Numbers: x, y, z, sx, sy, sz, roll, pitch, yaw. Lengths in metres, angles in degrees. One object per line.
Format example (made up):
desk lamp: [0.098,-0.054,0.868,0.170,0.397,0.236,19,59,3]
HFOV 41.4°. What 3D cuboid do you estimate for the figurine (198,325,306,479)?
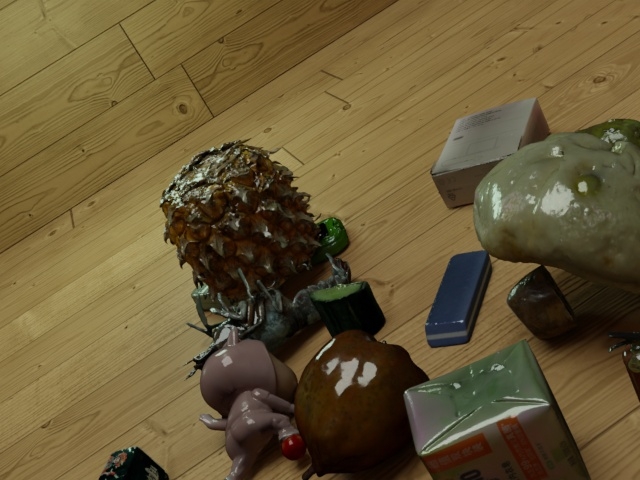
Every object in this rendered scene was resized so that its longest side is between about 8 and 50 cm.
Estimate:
figurine: [-0.114,0.301,1.511,0.186,0.176,0.287,5,36,-22]

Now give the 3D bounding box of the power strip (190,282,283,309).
power strip: [-0.218,0.120,2.019,0.288,0.053,0.093,-5,35,42]

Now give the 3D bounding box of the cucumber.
cucumber: [0.051,0.139,1.624,0.116,0.115,0.062,-20,24,17]

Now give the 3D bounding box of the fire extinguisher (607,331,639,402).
fire extinguisher: [0.418,0.177,1.085,0.062,0.177,0.050,-18,29,23]

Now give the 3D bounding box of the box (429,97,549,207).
box: [0.380,-0.198,1.883,0.203,0.106,0.251,-14,31,34]

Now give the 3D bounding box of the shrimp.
shrimp: [-0.105,0.149,1.719,0.411,0.221,0.166,-19,47,-17]

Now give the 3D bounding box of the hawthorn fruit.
hawthorn fruit: [0.051,0.271,1.322,0.208,0.208,0.248,9,63,54]

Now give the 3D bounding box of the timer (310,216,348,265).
timer: [0.000,0.000,2.004,0.128,0.047,0.140,-27,26,6]

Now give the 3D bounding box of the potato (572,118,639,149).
potato: [0.498,-0.137,1.618,0.298,0.141,0.176,-18,15,40]

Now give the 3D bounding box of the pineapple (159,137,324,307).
pineapple: [-0.181,-0.048,1.900,0.352,0.300,0.352,-20,33,14]

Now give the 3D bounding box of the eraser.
eraser: [0.255,0.103,1.556,0.082,0.036,0.225,-13,31,33]

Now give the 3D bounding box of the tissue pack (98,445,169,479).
tissue pack: [-0.346,0.459,1.492,0.090,0.103,0.170,-27,25,25]

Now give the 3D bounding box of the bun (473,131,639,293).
bun: [0.424,-0.051,1.310,0.365,0.219,0.365,9,11,-2]

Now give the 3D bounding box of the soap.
soap: [0.232,0.263,1.108,0.182,0.199,0.138,-25,29,11]

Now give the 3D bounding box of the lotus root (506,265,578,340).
lotus root: [0.358,0.105,1.359,0.081,0.112,0.122,-40,-9,14]
